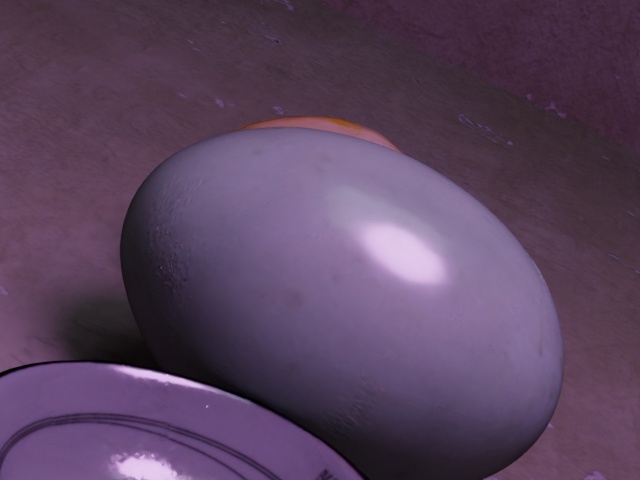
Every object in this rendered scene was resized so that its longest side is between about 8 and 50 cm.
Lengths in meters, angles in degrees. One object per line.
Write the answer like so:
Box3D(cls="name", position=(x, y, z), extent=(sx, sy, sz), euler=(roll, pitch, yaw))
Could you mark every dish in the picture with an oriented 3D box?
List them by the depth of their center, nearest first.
Box3D(cls="dish", position=(-0.106, 0.200, 1.027), extent=(0.317, 0.106, 0.316), euler=(20, 20, -7))

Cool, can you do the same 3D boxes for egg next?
Box3D(cls="egg", position=(0.016, 0.056, 1.262), extent=(0.389, 0.276, 0.276), euler=(30, 21, 5))

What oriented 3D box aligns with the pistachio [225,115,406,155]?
Box3D(cls="pistachio", position=(0.000, 0.000, 1.493), extent=(0.309, 0.229, 0.230), euler=(17, 21, -8))
